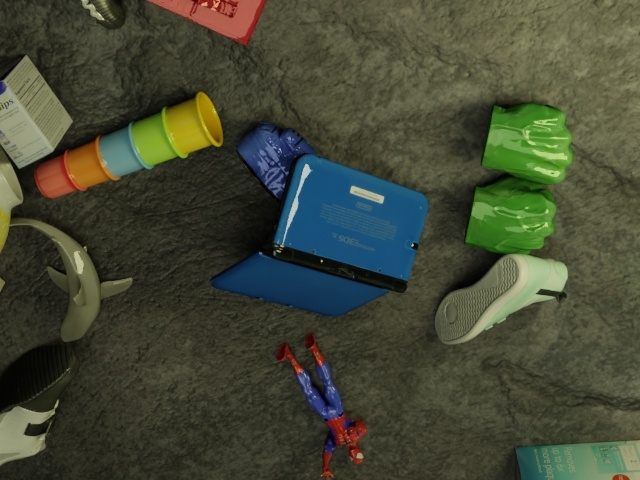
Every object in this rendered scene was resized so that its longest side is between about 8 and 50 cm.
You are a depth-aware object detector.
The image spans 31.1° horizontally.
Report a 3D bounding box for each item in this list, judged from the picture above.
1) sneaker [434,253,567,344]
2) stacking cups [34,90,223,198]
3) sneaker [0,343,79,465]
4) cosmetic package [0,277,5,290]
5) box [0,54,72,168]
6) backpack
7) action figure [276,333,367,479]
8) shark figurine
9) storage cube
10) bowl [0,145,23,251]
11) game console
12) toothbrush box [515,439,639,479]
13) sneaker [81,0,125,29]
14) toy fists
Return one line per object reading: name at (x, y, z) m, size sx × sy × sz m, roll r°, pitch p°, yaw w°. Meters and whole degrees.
sneaker at (0.319, 0.111, 1.996) m, size 0.151 × 0.094 × 0.256 m, roll 4°, pitch 148°, yaw -35°
stacking cups at (-0.323, -0.154, 1.887) m, size 0.316 × 0.096 × 0.096 m, roll -16°, pitch 115°, yaw 13°
sneaker at (-0.541, 0.318, 2.132) m, size 0.330 × 0.122 × 0.146 m, roll -38°, pitch 128°, yaw 18°
cosmetic package at (-0.617, 0.061, 2.021) m, size 0.041 × 0.060 × 0.115 m, roll -38°, pitch 109°, yaw 20°
box at (-0.477, -0.207, 1.840) m, size 0.072 × 0.126 × 0.137 m, roll -25°, pitch 113°, yaw 16°
backpack at (-0.072, -0.140, 1.881) m, size 0.120 × 0.098 × 0.101 m, roll 45°, pitch 100°, yaw -6°
action figure at (0.013, 0.323, 2.096) m, size 0.092 × 0.139 × 0.280 m, roll -22°, pitch 117°, yaw 14°
shark figurine at (-0.438, 0.058, 1.985) m, size 0.166 × 0.116 × 0.278 m, roll -19°, pitch 117°, yaw 10°
storage cube at (-0.145, -0.425, 1.673) m, size 0.184 × 0.215 × 0.193 m, roll 23°, pitch 110°, yaw -9°
bowl at (-0.561, -0.081, 1.793) m, size 0.156 × 0.289 × 0.289 m, roll -23°, pitch 115°, yaw -3°
game console at (0.000, 0.000, 1.922) m, size 0.293 × 0.173 × 0.250 m, roll 17°, pitch 89°, yaw -38°
toothbrush box at (0.517, 0.484, 2.112) m, size 0.296 × 0.216 × 0.126 m, roll -3°, pitch 117°, yaw 4°
sneaker at (-0.342, -0.435, 1.745) m, size 0.106 × 0.078 × 0.234 m, roll -20°, pitch 113°, yaw 15°
toy fists at (0.329, -0.098, 1.889) m, size 0.142 × 0.096 × 0.279 m, roll 11°, pitch 119°, yaw 4°
